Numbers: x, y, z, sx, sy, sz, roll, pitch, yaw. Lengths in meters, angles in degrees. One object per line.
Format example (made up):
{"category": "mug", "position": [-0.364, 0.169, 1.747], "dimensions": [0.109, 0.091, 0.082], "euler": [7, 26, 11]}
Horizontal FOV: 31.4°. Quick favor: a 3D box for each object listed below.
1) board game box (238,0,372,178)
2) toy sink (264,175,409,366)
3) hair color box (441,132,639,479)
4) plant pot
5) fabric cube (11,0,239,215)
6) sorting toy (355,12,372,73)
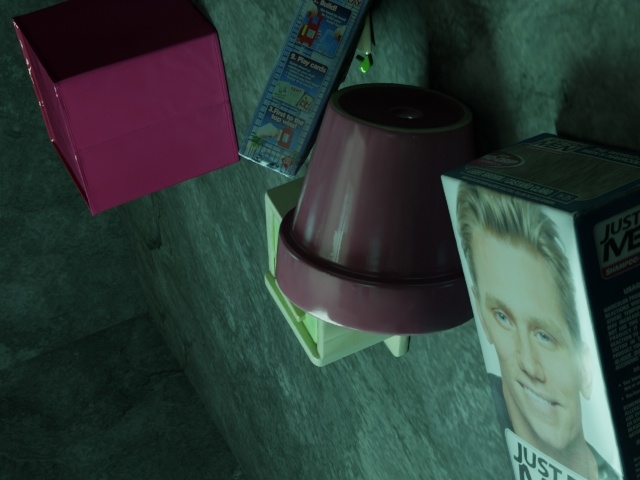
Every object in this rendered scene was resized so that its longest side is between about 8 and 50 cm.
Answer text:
{"category": "board game box", "position": [0.003, -0.185, 1.078], "dimensions": [0.194, 0.060, 0.194], "euler": [-64, -1, -62]}
{"category": "toy sink", "position": [0.018, 0.047, 1.367], "dimensions": [0.152, 0.131, 0.234], "euler": [58, 162, 32]}
{"category": "hair color box", "position": [0.209, 0.105, 0.861], "dimensions": [0.174, 0.105, 0.347], "euler": [25, 134, 63]}
{"category": "plant pot", "position": [0.063, -0.039, 1.039], "dimensions": [0.201, 0.201, 0.180], "euler": [-135, 44, -54]}
{"category": "fabric cube", "position": [-0.308, -0.239, 1.823], "dimensions": [0.254, 0.258, 0.259], "euler": [50, 156, 45]}
{"category": "sorting toy", "position": [0.036, -0.217, 1.182], "dimensions": [0.062, 0.012, 0.083], "euler": [41, 146, 48]}
